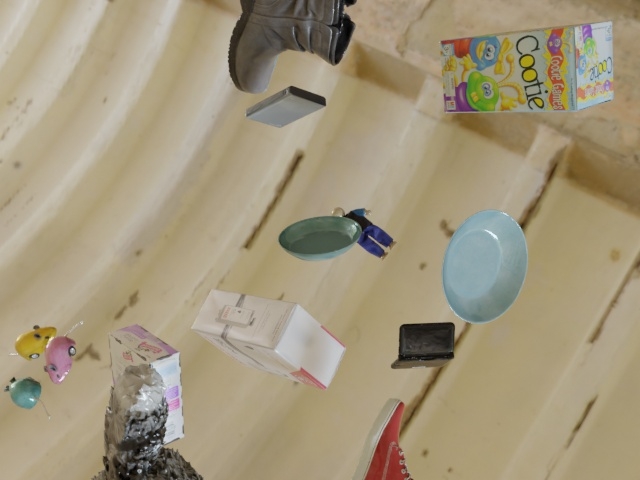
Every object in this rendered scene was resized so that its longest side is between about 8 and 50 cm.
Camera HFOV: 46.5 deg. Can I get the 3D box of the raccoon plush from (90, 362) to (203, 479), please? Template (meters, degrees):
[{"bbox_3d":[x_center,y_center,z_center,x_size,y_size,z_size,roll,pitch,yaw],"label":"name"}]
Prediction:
[{"bbox_3d":[-0.183,0.395,1.176,0.299,0.446,0.216,-3,-142,-34],"label":"raccoon plush"}]

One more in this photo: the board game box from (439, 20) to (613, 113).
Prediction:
[{"bbox_3d":[0.378,-0.317,1.378,0.144,0.142,0.275,-21,-159,-41],"label":"board game box"}]

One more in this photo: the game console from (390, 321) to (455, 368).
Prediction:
[{"bbox_3d":[0.214,0.222,1.563,0.122,0.071,0.107,0,156,-12],"label":"game console"}]

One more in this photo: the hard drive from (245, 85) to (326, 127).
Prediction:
[{"bbox_3d":[-0.069,-0.260,1.456,0.094,0.022,0.135,9,162,-43],"label":"hard drive"}]

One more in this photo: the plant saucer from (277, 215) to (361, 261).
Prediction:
[{"bbox_3d":[0.000,0.000,1.053,0.119,0.021,0.119,-5,-153,3],"label":"plant saucer"}]

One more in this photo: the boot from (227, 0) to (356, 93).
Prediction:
[{"bbox_3d":[-0.056,-0.388,1.456,0.223,0.338,0.118,28,-126,13],"label":"boot"}]

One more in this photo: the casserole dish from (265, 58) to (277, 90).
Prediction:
[{"bbox_3d":[-0.135,-0.453,1.880,0.037,0.188,0.114,15,153,0],"label":"casserole dish"}]

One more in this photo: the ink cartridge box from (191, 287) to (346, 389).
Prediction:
[{"bbox_3d":[-0.118,0.218,1.676,0.283,0.117,0.207,5,151,43],"label":"ink cartridge box"}]

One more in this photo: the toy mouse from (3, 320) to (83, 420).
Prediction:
[{"bbox_3d":[-0.370,0.169,0.975,0.031,0.161,0.143,37,-152,-46],"label":"toy mouse"}]

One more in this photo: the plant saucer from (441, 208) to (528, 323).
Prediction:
[{"bbox_3d":[0.268,0.042,1.256,0.195,0.194,0.037,15,180,-33],"label":"plant saucer"}]

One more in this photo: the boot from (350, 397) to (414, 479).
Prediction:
[{"bbox_3d":[0.167,0.450,1.478,0.176,0.244,0.088,17,167,19],"label":"boot"}]

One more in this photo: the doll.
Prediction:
[{"bbox_3d":[0.105,-0.022,1.968,0.189,0.129,0.046,38,-165,6],"label":"doll"}]

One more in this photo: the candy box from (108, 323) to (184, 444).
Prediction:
[{"bbox_3d":[-0.349,0.288,1.491,0.070,0.196,0.165,-17,-153,-40],"label":"candy box"}]
